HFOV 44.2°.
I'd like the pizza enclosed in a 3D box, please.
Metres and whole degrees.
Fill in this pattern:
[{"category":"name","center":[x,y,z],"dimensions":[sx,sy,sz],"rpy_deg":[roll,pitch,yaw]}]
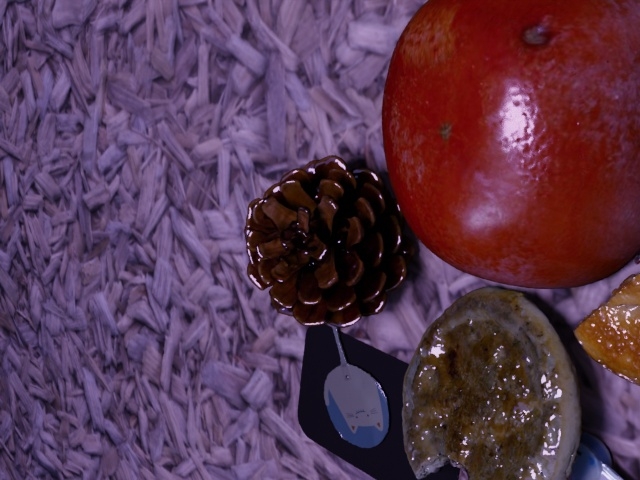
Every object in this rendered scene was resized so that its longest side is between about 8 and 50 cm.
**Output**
[{"category":"pizza","center":[0.318,0.074,0.704],"dimensions":[0.175,0.046,0.134],"rpy_deg":[21,114,39]}]

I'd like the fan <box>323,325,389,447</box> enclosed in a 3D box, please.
[{"category":"fan","center":[0.038,0.185,1.024],"dimensions":[0.113,0.005,0.175],"rpy_deg":[-16,89,45]}]

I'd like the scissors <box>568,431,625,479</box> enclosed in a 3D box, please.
[{"category":"scissors","center":[0.263,0.222,0.802],"dimensions":[0.256,0.030,0.125],"rpy_deg":[39,125,34]}]

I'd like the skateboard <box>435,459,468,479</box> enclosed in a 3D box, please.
[{"category":"skateboard","center":[0.165,0.289,0.913],"dimensions":[0.064,0.032,0.083],"rpy_deg":[-44,69,49]}]

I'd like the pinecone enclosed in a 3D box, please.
[{"category":"pinecone","center":[0.000,0.000,0.898],"dimensions":[0.208,0.208,0.208],"rpy_deg":[12,107,42]}]

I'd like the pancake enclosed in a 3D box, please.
[{"category":"pancake","center":[0.168,0.167,0.820],"dimensions":[0.253,0.037,0.253],"rpy_deg":[-26,58,51]}]

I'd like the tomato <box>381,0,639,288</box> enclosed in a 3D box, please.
[{"category":"tomato","center":[0.166,-0.105,0.748],"dimensions":[0.338,0.144,0.338],"rpy_deg":[9,103,44]}]

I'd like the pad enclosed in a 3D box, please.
[{"category":"pad","center":[0.070,0.223,1.010],"dimensions":[0.267,0.004,0.181],"rpy_deg":[22,113,39]}]
